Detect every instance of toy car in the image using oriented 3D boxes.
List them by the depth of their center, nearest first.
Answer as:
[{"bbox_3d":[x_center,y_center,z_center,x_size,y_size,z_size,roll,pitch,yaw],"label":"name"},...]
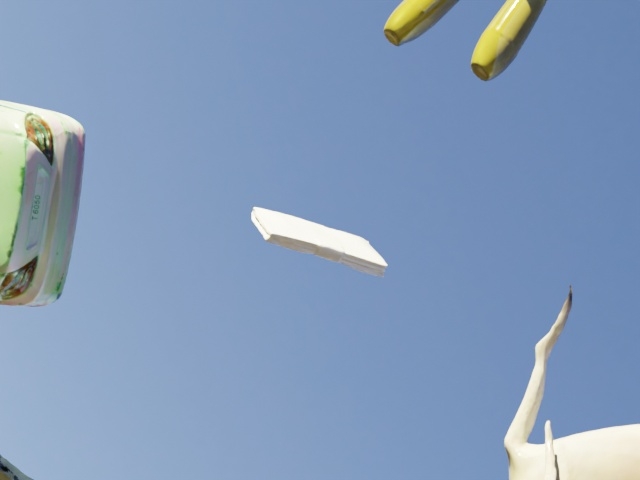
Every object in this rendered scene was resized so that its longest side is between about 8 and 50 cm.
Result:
[{"bbox_3d":[-0.207,-0.027,0.788,0.224,0.076,0.090,9,-90,29],"label":"toy car"}]

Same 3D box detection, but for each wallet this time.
[{"bbox_3d":[0.000,0.000,1.081,0.011,0.083,0.044,-66,-156,16],"label":"wallet"}]

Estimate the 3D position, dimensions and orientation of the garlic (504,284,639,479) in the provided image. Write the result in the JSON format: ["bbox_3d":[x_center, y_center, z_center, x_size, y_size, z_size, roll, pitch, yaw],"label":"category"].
[{"bbox_3d":[0.220,0.204,0.955,0.340,0.231,0.246,25,-79,19],"label":"garlic"}]

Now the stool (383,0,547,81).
[{"bbox_3d":[0.100,-0.185,1.161,0.135,0.110,0.134,47,-23,-2],"label":"stool"}]

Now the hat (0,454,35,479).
[{"bbox_3d":[-0.119,0.113,0.611,0.122,0.081,0.166,29,-37,-22],"label":"hat"}]
